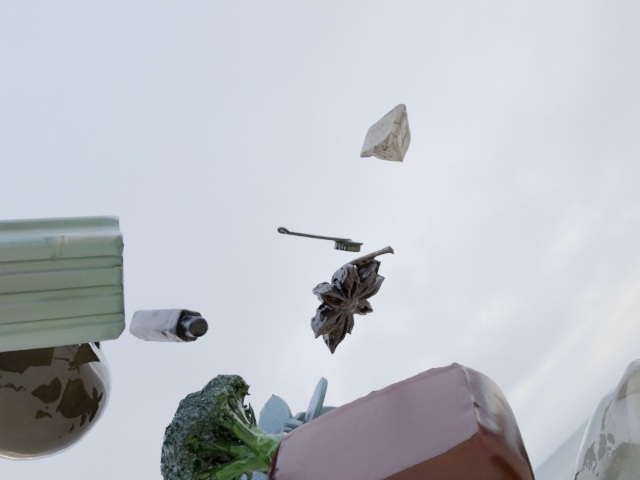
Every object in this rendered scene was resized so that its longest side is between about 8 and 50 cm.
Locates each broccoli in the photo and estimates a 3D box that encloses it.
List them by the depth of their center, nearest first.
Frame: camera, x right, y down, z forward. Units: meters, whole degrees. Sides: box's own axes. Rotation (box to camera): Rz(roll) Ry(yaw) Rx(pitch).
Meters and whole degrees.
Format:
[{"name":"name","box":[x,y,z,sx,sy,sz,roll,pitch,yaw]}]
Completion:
[{"name":"broccoli","box":[-0.174,0.418,1.260,0.298,0.298,0.297,6,-90,-67]}]

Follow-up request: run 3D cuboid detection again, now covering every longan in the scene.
[{"name":"longan","box":[-0.602,0.272,1.339,0.361,0.361,0.361,-34,-28,-21]}]

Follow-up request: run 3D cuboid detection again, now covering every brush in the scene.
[{"name":"brush","box":[0.000,0.000,1.188,0.266,0.062,0.027,9,-92,-58]}]

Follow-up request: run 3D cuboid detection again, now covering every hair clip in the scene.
[{"name":"hair clip","box":[-0.027,0.553,1.646,0.392,0.238,0.318,-34,28,43]}]

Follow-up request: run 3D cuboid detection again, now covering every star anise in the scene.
[{"name":"star anise","box":[0.061,0.113,1.374,0.230,0.081,0.262,22,-82,-50]}]

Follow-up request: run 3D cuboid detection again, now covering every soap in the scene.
[{"name":"soap","box":[-0.508,0.074,1.083,0.347,0.115,0.208,-4,-65,-21]}]

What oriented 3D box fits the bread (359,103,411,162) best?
[{"name":"bread","box":[0.130,-0.230,1.369,0.152,0.105,0.077,59,-134,-67]}]

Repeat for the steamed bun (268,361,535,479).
[{"name":"steamed bun","box":[0.115,0.359,0.907,0.380,0.248,0.235,-28,18,11]}]

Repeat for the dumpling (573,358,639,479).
[{"name":"dumpling","box":[0.630,0.418,1.230,0.181,0.260,0.341,34,-93,-47]}]

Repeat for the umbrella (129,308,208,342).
[{"name":"umbrella","box":[-0.329,0.182,1.396,0.067,0.073,0.337,11,-12,-34]}]
